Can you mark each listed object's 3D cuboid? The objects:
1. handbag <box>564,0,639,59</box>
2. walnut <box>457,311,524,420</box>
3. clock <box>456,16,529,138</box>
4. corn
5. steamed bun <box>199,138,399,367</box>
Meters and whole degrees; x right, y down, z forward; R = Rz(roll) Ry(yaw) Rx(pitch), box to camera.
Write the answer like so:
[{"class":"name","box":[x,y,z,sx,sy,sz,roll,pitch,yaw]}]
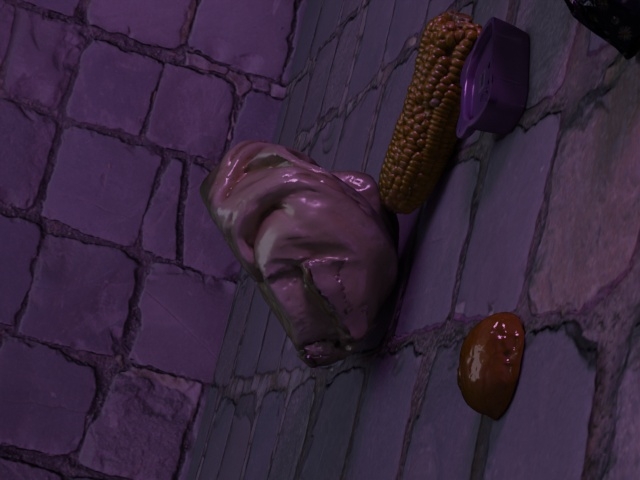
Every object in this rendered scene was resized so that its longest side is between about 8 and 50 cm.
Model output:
[{"class":"handbag","box":[0.270,-0.258,1.323,0.072,0.139,0.115,-46,29,50]},{"class":"walnut","box":[0.176,0.129,1.450,0.091,0.052,0.121,137,145,-63]},{"class":"clock","box":[0.217,-0.195,1.699,0.110,0.050,0.153,122,161,-53]},{"class":"corn","box":[0.150,-0.172,1.863,0.101,0.101,0.292,-105,34,-68]},{"class":"steamed bun","box":[0.000,0.000,1.983,0.394,0.237,0.347,56,178,34]}]
